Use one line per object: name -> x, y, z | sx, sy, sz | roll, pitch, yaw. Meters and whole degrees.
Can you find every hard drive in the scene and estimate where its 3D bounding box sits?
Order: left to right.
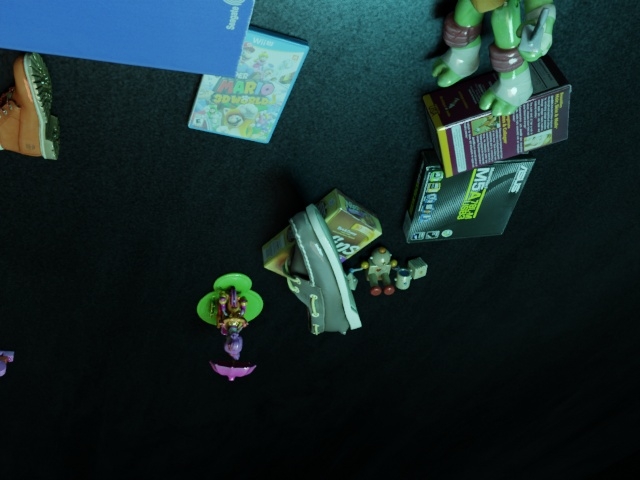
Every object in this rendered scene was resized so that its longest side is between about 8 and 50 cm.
hard drive -> -0.233, -0.249, 0.628 | 0.318, 0.040, 0.210 | 4, 166, -14

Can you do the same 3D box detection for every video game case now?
video game case -> -0.099, -0.206, 0.816 | 0.119, 0.015, 0.166 | 8, 136, -23

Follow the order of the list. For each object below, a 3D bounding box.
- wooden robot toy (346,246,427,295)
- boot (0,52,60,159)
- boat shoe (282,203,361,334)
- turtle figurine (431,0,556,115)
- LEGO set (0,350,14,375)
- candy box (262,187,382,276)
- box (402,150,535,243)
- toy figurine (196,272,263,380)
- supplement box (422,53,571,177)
wooden robot toy -> 0.121, 0.049, 1.143 | 0.173, 0.076, 0.079 | -4, 129, -11
boot -> -0.376, -0.166, 0.761 | 0.084, 0.059, 0.158 | 6, 139, -13
boat shoe -> -0.007, 0.063, 1.007 | 0.096, 0.117, 0.324 | -17, 146, 2
turtle figurine -> 0.158, -0.249, 0.685 | 0.197, 0.275, 0.266 | 8, 152, 18
LEGO set -> -0.688, 0.222, 1.113 | 0.227, 0.093, 0.087 | 9, 136, -24
candy box -> 0.000, 0.000, 1.062 | 0.186, 0.053, 0.109 | -38, 134, 27
box -> 0.245, -0.076, 1.041 | 0.184, 0.045, 0.191 | -3, 141, -8
toy figurine -> -0.161, 0.174, 1.143 | 0.130, 0.159, 0.173 | 0, 139, -15
supplement box -> 0.255, -0.179, 0.889 | 0.188, 0.081, 0.104 | -18, 140, 7
